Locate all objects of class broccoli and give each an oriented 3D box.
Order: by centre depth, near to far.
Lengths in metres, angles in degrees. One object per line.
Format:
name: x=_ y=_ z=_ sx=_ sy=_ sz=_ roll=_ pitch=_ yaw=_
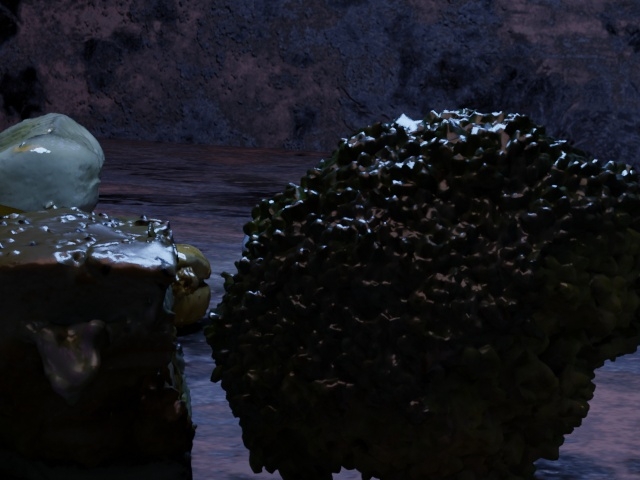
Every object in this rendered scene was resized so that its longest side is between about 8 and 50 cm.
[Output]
broccoli: x=0.067 y=0.052 z=1.239 sx=0.288 sy=0.260 sz=0.235 roll=4 pitch=22 yaw=35

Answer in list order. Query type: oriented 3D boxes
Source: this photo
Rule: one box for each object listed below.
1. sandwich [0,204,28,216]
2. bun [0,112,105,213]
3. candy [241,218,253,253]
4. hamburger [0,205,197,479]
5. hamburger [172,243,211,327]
sandwich: x=-0.284 y=-0.005 z=1.706 sx=0.117 sy=0.144 sz=0.187 roll=-11 pitch=25 yaw=16
bun: x=-0.360 y=-0.062 z=2.402 sx=0.229 sy=0.145 sz=0.229 roll=-29 pitch=17 yaw=10
candy: x=0.000 y=0.000 z=2.206 sx=0.174 sy=0.071 sz=0.138 roll=1 pitch=8 yaw=0
hamburger: x=-0.174 y=0.068 z=1.311 sx=0.192 sy=0.168 sz=0.288 roll=2 pitch=8 yaw=-7
hamburger: x=-0.171 y=0.041 z=1.848 sx=0.138 sy=0.083 sz=0.147 roll=-3 pitch=6 yaw=0
